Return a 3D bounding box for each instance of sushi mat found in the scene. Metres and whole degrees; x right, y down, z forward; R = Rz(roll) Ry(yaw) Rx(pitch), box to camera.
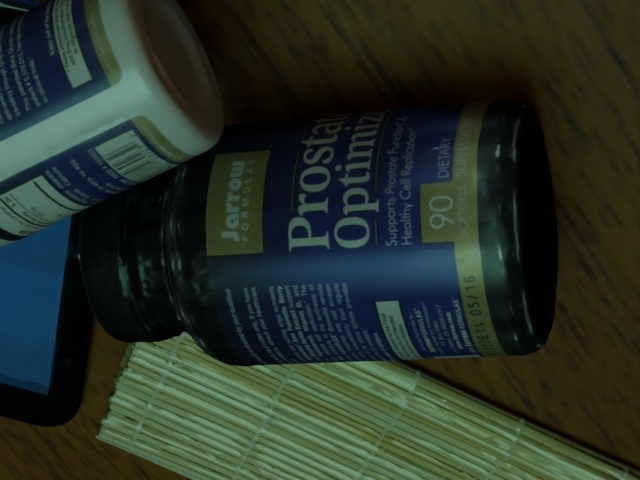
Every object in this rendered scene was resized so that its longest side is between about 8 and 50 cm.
[{"bbox_3d":[0.026,0.130,0.805,0.316,0.019,0.151,24,126,-1],"label":"sushi mat"}]

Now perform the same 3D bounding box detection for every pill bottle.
[{"bbox_3d":[-0.139,-0.053,0.635,0.169,0.094,0.094,-24,114,15],"label":"pill bottle"},{"bbox_3d":[0.000,0.000,0.664,0.219,0.123,0.123,-4,121,18],"label":"pill bottle"}]

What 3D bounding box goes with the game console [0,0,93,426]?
[{"bbox_3d":[-0.265,0.006,0.722,0.173,0.250,0.293,34,129,26],"label":"game console"}]
